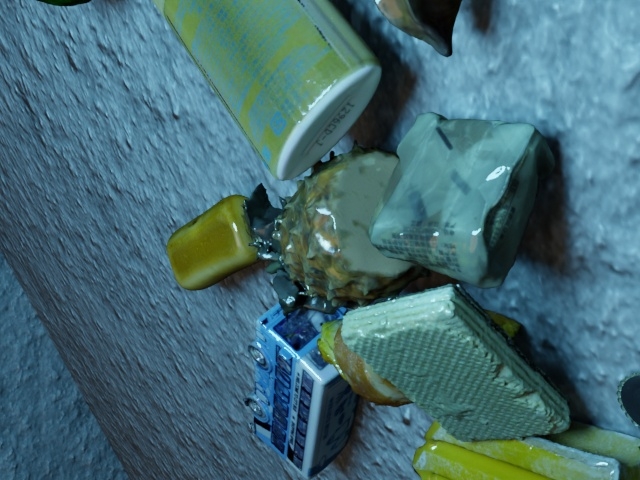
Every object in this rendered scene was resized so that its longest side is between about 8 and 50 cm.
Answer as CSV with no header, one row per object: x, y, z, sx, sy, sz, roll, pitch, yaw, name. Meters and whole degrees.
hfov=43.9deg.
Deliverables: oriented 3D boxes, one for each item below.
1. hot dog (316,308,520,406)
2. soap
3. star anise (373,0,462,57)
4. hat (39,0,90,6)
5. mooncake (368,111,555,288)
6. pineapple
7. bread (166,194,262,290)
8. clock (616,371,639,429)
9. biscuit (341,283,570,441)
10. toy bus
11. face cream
0.082,0.124,0.811,0.123,0.093,0.261,22,158,-27,hot dog
0.201,0.249,0.779,0.257,0.080,0.160,5,106,55,soap
0.037,-0.280,0.504,0.315,0.108,0.315,41,155,25,star anise
-0.287,-0.377,0.762,0.285,0.285,0.400,34,162,32,hat
0.109,-0.033,0.627,0.125,0.130,0.073,18,165,45,mooncake
0.000,0.000,0.811,0.170,0.141,0.310,47,157,-5,pineapple
-0.131,0.005,1.049,0.239,0.073,0.093,-24,83,58,bread
0.282,0.139,0.653,0.074,0.010,0.083,59,149,-6,clock
0.118,0.114,0.684,0.121,0.041,0.199,-17,132,40,biscuit
-0.021,0.193,1.048,0.131,0.106,0.297,39,147,23,toy bus
-0.068,-0.201,0.702,0.139,0.067,0.285,-47,66,29,face cream
